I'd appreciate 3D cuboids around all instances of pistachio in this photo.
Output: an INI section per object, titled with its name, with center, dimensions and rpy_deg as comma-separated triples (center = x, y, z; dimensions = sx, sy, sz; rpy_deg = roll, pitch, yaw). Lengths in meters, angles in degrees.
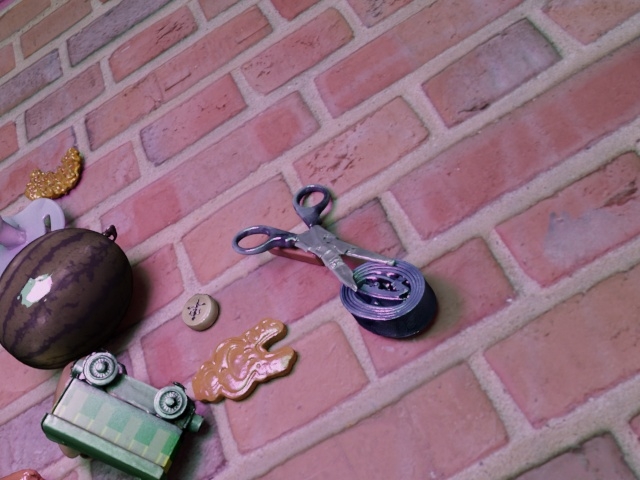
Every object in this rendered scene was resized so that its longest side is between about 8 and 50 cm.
[pistachio]
center = -0.510, 0.359, 1.645
dimensions = 0.135, 0.136, 0.226
rpy_deg = -17, 60, 19

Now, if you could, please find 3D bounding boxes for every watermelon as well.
[watermelon]
center = -0.576, 0.119, 1.737
dimensions = 0.278, 0.279, 0.359
rpy_deg = 12, 54, 34

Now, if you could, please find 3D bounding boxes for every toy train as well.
[toy train]
center = -0.391, 0.354, 1.533
dimensions = 0.300, 0.120, 0.202
rpy_deg = 23, 65, 6

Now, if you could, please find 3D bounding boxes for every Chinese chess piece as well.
[Chinese chess piece]
center = -0.268, 0.159, 1.698
dimensions = 0.084, 0.034, 0.084
rpy_deg = -14, 55, 22

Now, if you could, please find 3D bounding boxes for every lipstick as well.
[lipstick]
center = -0.053, 0.016, 1.664
dimensions = 0.145, 0.045, 0.045
rpy_deg = 12, 68, 36

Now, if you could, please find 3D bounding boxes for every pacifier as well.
[pacifier]
center = -0.816, -0.003, 1.980
dimensions = 0.299, 0.233, 0.244
rpy_deg = -25, 54, 15

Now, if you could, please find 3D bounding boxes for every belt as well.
[belt]
center = 0.129, 0.110, 1.475
dimensions = 0.190, 0.082, 0.141
rpy_deg = 9, 58, 39

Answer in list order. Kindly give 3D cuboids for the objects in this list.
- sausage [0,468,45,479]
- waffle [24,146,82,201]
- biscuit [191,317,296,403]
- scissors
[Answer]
[sausage]
center = -0.717, 0.572, 1.648
dimensions = 0.288, 0.086, 0.086
rpy_deg = -25, 51, 14
[waffle]
center = -0.762, -0.181, 2.185
dimensions = 0.194, 0.051, 0.149
rpy_deg = -16, 53, 26
[biscuit]
center = -0.164, 0.256, 1.582
dimensions = 0.236, 0.040, 0.144
rpy_deg = -29, 45, 7
[scissors]
center = 0.000, 0.000, 1.588
dimensions = 0.256, 0.029, 0.383
rpy_deg = -37, 39, -21
